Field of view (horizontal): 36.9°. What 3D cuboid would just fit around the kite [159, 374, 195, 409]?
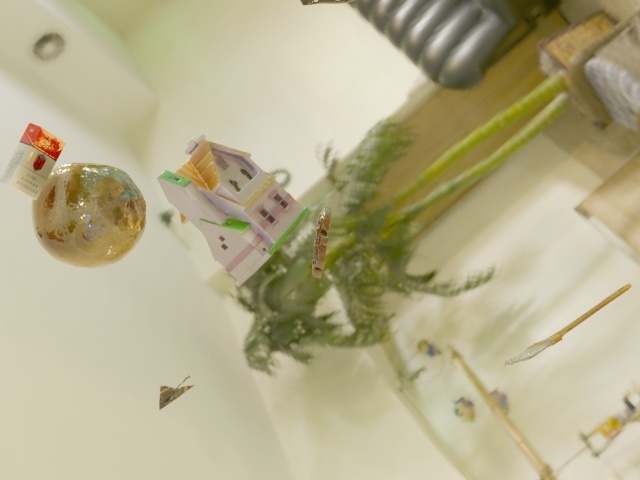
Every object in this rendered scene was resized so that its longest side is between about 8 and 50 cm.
[{"bbox_3d":[-0.276,0.286,1.798,0.004,0.090,0.122,43,-174,23],"label":"kite"}]

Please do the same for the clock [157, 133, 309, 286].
[{"bbox_3d":[-0.211,-0.088,2.151,0.309,0.166,0.235,45,-142,-5],"label":"clock"}]

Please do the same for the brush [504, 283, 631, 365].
[{"bbox_3d":[0.448,0.145,1.690,0.013,0.272,0.103,58,160,5],"label":"brush"}]

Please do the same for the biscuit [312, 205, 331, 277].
[{"bbox_3d":[0.000,0.000,2.132,0.026,0.124,0.175,10,-133,-4],"label":"biscuit"}]

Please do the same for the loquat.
[{"bbox_3d":[-0.560,-0.067,2.351,0.276,0.284,0.276,31,-128,-50],"label":"loquat"}]

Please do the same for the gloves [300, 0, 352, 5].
[{"bbox_3d":[0.057,-0.445,1.442,0.197,0.301,0.152,20,129,64],"label":"gloves"}]

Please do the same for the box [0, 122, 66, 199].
[{"bbox_3d":[-0.658,-0.180,2.192,0.048,0.152,0.100,24,173,23],"label":"box"}]
